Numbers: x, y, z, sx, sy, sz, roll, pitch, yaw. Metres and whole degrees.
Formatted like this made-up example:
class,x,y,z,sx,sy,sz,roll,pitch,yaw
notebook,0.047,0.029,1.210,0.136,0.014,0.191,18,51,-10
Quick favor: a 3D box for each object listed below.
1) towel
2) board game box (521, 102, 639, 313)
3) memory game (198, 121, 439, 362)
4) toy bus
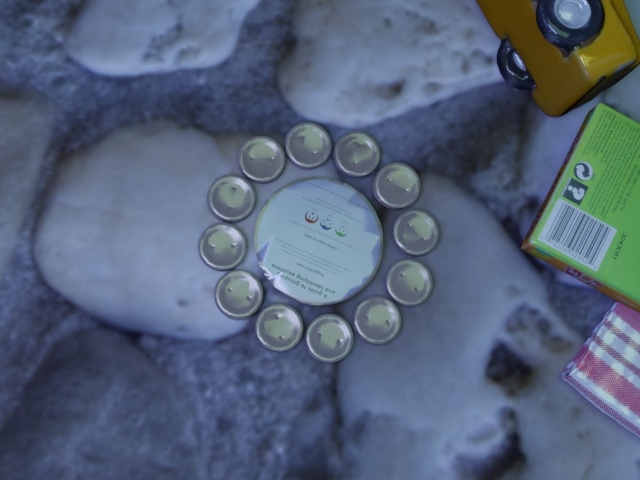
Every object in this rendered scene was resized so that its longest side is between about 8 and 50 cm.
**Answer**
class,x,y,z,sx,sy,sz,roll,pitch,yaw
towel,0.294,0.072,0.930,0.144,0.029,0.197,37,79,0
board game box,0.293,0.012,0.906,0.259,0.039,0.124,28,80,1
memory game,0.000,0.000,0.907,0.186,0.012,0.186,2,79,-9
toy bus,0.153,-0.270,0.934,0.130,0.108,0.333,-27,83,-14
